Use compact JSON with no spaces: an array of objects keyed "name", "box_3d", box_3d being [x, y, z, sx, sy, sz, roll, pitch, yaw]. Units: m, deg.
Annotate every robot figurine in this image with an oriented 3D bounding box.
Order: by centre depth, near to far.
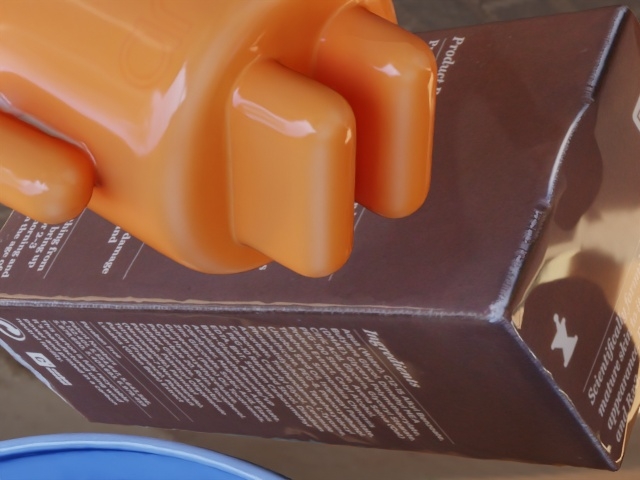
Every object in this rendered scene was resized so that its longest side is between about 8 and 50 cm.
[{"name":"robot figurine","box_3d":[-0.059,-0.070,0.537,0.219,0.158,0.128,29,177,30]}]

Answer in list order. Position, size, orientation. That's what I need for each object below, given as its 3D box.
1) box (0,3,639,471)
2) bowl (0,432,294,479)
[{"name":"box","box_3d":[0.000,0.000,0.805,0.381,0.191,0.143,-2,140,42]},{"name":"bowl","box_3d":[-0.085,0.265,0.497,0.391,0.391,0.077,3,165,18]}]
